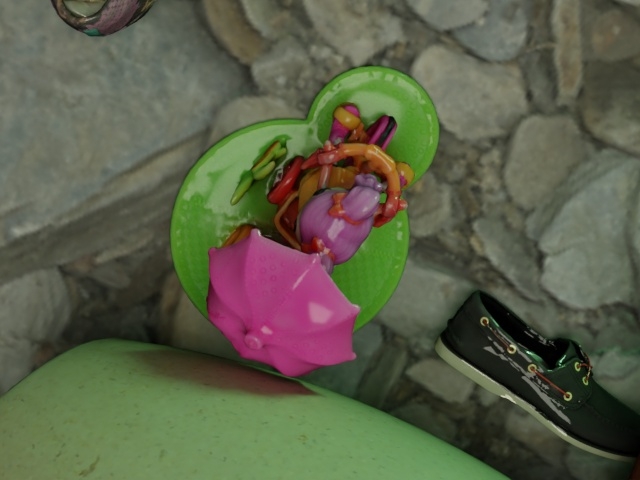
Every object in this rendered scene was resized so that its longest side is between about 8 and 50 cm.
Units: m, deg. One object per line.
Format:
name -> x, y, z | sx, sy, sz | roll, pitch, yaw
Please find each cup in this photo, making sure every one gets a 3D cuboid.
cup -> -0.073, 0.186, 0.841 | 0.237, 0.331, 0.331 | 40, 101, 15

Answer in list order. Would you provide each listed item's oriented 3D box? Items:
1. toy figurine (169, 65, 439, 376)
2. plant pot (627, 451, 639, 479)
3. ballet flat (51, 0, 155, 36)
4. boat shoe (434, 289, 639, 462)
toy figurine -> 0.000, 0.000, 0.849 | 0.130, 0.159, 0.173 | 38, 100, -11
plant pot -> 0.274, 0.119, 0.849 | 0.272, 0.272, 0.265 | 16, 96, -6
ballet flat -> -0.105, -0.208, 0.833 | 0.077, 0.079, 0.221 | 3, 104, -2
boat shoe -> 0.128, 0.075, 0.929 | 0.133, 0.049, 0.042 | 33, 109, -5
